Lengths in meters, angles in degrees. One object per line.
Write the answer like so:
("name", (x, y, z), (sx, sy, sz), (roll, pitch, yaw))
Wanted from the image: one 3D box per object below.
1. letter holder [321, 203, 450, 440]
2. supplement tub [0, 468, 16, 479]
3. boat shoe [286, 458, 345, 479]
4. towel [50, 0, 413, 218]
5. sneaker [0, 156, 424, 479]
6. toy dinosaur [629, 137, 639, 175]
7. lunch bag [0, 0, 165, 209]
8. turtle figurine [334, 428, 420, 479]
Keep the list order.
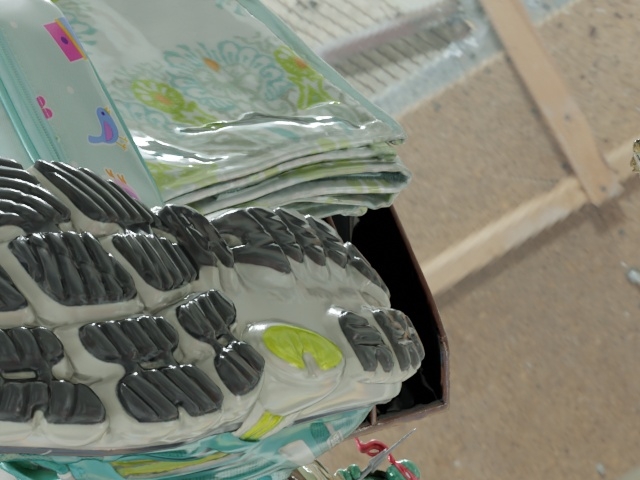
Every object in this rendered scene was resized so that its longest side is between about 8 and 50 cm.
("letter holder", (0.000, 0.000, 1.317), (0.152, 0.301, 0.214), (-15, -38, -9))
("supplement tub", (-0.284, 0.338, 1.363), (0.228, 0.316, 0.228), (11, -34, 8))
("boat shoe", (-0.003, 0.230, 1.309), (0.072, 0.190, 0.068), (-2, -57, -37))
("towel", (-0.146, -0.127, 1.164), (0.321, 0.374, 0.090), (-15, -44, -43))
("sneaker", (-0.067, 0.050, 0.464), (0.110, 0.107, 0.275), (-49, -31, 20))
("toy dinosaur", (0.232, -0.098, 0.844), (0.183, 0.053, 0.092), (-28, -38, -35))
("lunch bag", (-0.246, -0.020, 0.921), (0.279, 0.108, 0.224), (-32, -98, 32))
("turtle figurine", (0.049, 0.308, 1.531), (0.175, 0.118, 0.234), (43, -91, -17))
